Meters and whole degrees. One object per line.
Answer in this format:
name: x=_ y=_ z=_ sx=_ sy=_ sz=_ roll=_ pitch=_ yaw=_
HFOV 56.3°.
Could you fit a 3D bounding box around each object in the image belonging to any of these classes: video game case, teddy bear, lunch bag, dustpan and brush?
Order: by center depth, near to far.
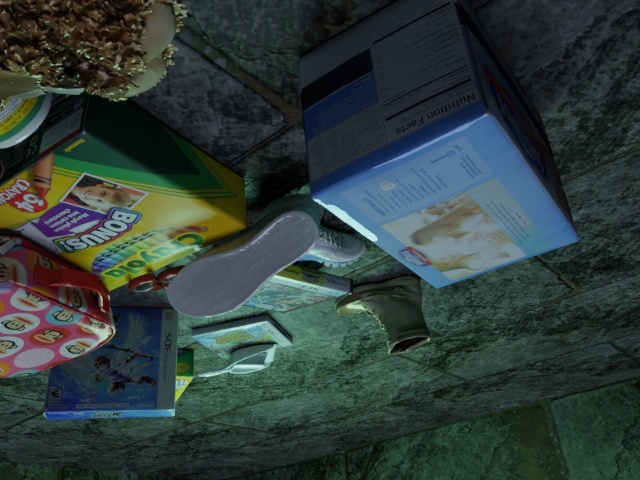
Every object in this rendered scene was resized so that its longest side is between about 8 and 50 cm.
teddy bear: x=-0.285 y=-0.182 z=0.519 sx=0.337 sy=0.113 sz=0.245 roll=-8 pitch=180 yaw=-6
lunch bag: x=-0.484 y=0.112 z=0.980 sx=0.258 sy=0.120 sz=0.293 roll=-24 pitch=149 yaw=7
video game case: x=-0.110 y=0.100 z=1.268 sx=0.248 sy=0.035 sz=0.275 roll=16 pitch=156 yaw=-32
video game case: x=-0.461 y=0.271 z=1.351 sx=0.269 sy=0.244 sz=0.061 roll=2 pitch=148 yaw=-14
video game case: x=-0.204 y=0.259 z=1.591 sx=0.212 sy=0.023 sz=0.193 roll=-13 pitch=149 yaw=13
dustpan and brush: x=-0.226 y=0.338 z=1.636 sx=0.211 sy=0.060 sz=0.147 roll=-1 pitch=149 yaw=-10

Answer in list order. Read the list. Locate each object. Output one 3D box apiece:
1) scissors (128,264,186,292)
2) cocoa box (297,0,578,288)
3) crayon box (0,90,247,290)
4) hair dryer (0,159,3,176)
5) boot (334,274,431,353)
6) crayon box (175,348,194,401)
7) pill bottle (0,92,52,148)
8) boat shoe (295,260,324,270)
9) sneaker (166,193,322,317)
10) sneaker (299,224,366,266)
scissors: x=-0.319 y=0.089 z=1.184 sx=0.109 sy=0.021 sz=0.297 roll=-19 pitch=174 yaw=-18
cocoa box: x=0.163 y=-0.117 z=0.805 sx=0.231 sy=0.228 sz=0.347 roll=-23 pitch=145 yaw=28
crayon box: x=-0.354 y=-0.054 z=0.948 sx=0.362 sy=0.106 sz=0.313 roll=-22 pitch=146 yaw=27
hair dryer: x=-0.524 y=-0.118 z=0.742 sx=0.293 sy=0.080 sz=0.224 roll=20 pitch=151 yaw=5
boot: x=0.138 y=0.181 z=1.371 sx=0.213 sy=0.165 sz=0.077 roll=-17 pitch=147 yaw=16
crayon box: x=-0.475 y=0.395 z=1.721 sx=0.165 sy=0.081 sz=0.278 roll=8 pitch=147 yaw=-23
pill bottle: x=-0.416 y=-0.206 z=0.670 sx=0.117 sy=0.118 sz=0.208 roll=-14 pitch=148 yaw=14
boat shoe: x=-0.009 y=0.045 z=1.253 sx=0.100 sy=0.035 sz=0.035 roll=-33 pitch=168 yaw=32
sneaker: x=-0.118 y=0.022 z=1.035 sx=0.292 sy=0.169 sz=0.108 roll=-29 pitch=103 yaw=15
sneaker: x=0.000 y=0.000 z=1.141 sx=0.190 sy=0.071 sz=0.083 roll=2 pitch=143 yaw=-13
